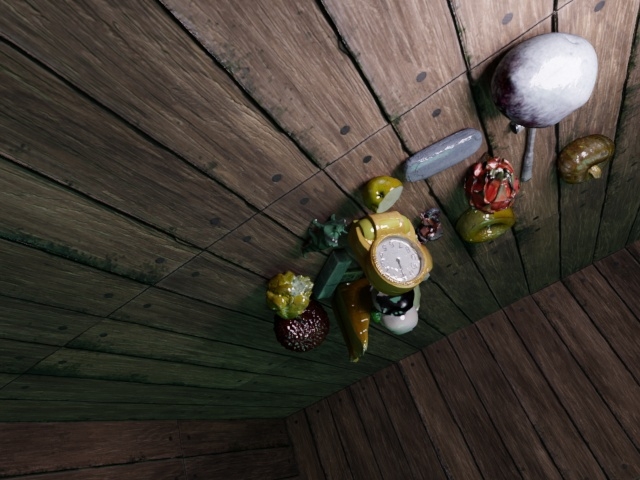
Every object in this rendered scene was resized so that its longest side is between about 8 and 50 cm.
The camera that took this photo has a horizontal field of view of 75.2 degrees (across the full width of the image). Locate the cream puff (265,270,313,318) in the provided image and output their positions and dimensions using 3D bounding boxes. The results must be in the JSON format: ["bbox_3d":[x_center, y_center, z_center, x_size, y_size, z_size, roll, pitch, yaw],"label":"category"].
[{"bbox_3d":[-0.140,0.222,1.710,0.195,0.221,0.194,2,108,5],"label":"cream puff"}]

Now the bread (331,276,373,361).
[{"bbox_3d":[0.211,0.388,2.008,0.245,0.361,0.233,-9,146,-16],"label":"bread"}]

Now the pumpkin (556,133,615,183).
[{"bbox_3d":[1.062,-0.314,1.669,0.219,0.162,0.219,-20,150,-12],"label":"pumpkin"}]

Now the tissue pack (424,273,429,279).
[{"bbox_3d":[0.535,0.205,2.249,0.108,0.023,0.056,-8,146,-21],"label":"tissue pack"}]

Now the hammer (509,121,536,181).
[{"bbox_3d":[0.782,-0.340,1.570,0.152,0.044,0.427,-27,149,6],"label":"hammer"}]

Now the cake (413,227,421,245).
[{"bbox_3d":[0.312,0.034,1.772,0.225,0.109,0.090,-41,144,28],"label":"cake"}]

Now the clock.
[{"bbox_3d":[0.264,0.056,1.586,0.244,0.317,0.200,-12,153,-18],"label":"clock"}]

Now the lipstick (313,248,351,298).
[{"bbox_3d":[0.047,0.150,1.813,0.076,0.077,0.289,-5,144,-25],"label":"lipstick"}]

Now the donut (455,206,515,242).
[{"bbox_3d":[0.755,-0.078,1.887,0.272,0.107,0.272,-14,147,-9],"label":"donut"}]

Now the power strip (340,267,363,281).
[{"bbox_3d":[0.129,0.163,1.930,0.169,0.028,0.076,-5,144,-26],"label":"power strip"}]

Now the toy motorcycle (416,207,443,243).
[{"bbox_3d":[0.458,-0.051,1.762,0.118,0.084,0.212,-23,141,3],"label":"toy motorcycle"}]

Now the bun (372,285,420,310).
[{"bbox_3d":[0.407,0.315,2.121,0.293,0.187,0.293,-34,153,-20],"label":"bun"}]

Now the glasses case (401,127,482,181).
[{"bbox_3d":[0.408,-0.284,1.394,0.282,0.067,0.109,-25,145,7],"label":"glasses case"}]

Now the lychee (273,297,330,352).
[{"bbox_3d":[-0.088,0.387,1.914,0.264,0.264,0.300,-20,153,-4],"label":"lychee"}]

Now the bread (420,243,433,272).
[{"bbox_3d":[0.398,0.070,1.868,0.174,0.133,0.251,-25,-167,15],"label":"bread"}]

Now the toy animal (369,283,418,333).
[{"bbox_3d":[0.330,0.300,1.892,0.212,0.212,0.266,-17,114,-9],"label":"toy animal"}]

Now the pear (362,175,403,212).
[{"bbox_3d":[0.202,-0.167,1.413,0.141,0.104,0.141,-39,161,-16],"label":"pear"}]

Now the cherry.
[{"bbox_3d":[0.616,-0.438,1.146,0.296,0.218,0.255,3,147,-26],"label":"cherry"}]

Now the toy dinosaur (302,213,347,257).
[{"bbox_3d":[-0.004,-0.017,1.542,0.079,0.120,0.292,-8,171,-42],"label":"toy dinosaur"}]

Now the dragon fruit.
[{"bbox_3d":[0.629,-0.202,1.522,0.192,0.193,0.274,-62,177,-13],"label":"dragon fruit"}]
